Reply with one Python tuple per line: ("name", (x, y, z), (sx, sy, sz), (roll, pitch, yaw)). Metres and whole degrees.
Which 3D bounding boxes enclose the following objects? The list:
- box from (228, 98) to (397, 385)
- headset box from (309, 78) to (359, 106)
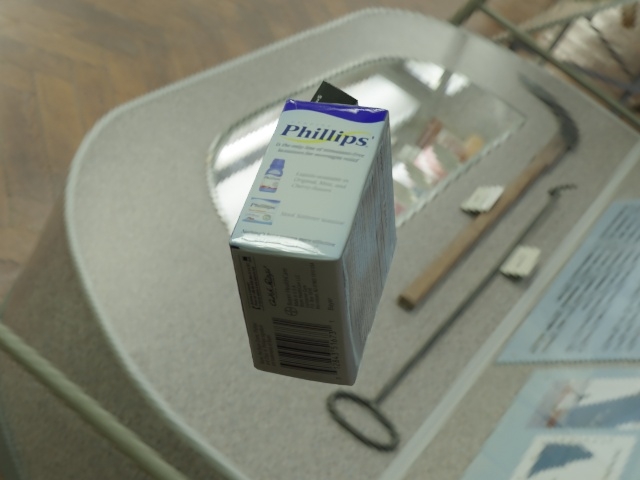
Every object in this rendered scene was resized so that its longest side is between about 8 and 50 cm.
("box", (0.000, 0.000, 0.804), (0.072, 0.126, 0.137), (8, 48, 14))
("headset box", (0.001, -0.080, 0.922), (0.032, 0.062, 0.083), (31, -2, 8))
